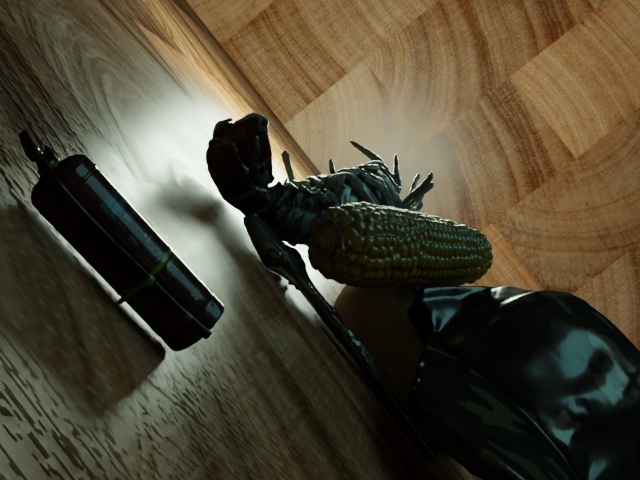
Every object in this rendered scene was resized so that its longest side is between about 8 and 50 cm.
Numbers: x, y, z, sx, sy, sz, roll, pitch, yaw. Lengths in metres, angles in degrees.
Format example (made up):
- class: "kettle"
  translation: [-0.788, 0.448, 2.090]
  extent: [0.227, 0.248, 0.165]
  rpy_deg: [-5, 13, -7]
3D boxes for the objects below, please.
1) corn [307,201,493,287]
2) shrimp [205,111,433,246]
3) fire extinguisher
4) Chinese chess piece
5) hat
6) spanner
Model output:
- class: "corn"
  translation: [0.096, 0.010, 1.028]
  extent: [0.260, 0.091, 0.091]
  rpy_deg: [4, 35, -44]
- class: "shrimp"
  translation: [0.012, -0.049, 1.094]
  extent: [0.410, 0.221, 0.166]
  rpy_deg: [-2, 87, -57]
- class: "fire extinguisher"
  translation: [-0.105, -0.001, 0.464]
  extent: [0.132, 0.039, 0.056]
  rpy_deg: [50, -3, -19]
- class: "Chinese chess piece"
  translation: [0.123, 0.139, 1.144]
  extent: [0.251, 0.097, 0.251]
  rpy_deg: [52, 5, -7]
- class: "hat"
  translation: [0.238, 0.180, 0.879]
  extent: [0.366, 0.257, 0.381]
  rpy_deg: [53, -5, 0]
- class: "spanner"
  translation: [0.025, 0.100, 0.957]
  extent: [0.325, 0.026, 0.093]
  rpy_deg: [52, 6, -7]
